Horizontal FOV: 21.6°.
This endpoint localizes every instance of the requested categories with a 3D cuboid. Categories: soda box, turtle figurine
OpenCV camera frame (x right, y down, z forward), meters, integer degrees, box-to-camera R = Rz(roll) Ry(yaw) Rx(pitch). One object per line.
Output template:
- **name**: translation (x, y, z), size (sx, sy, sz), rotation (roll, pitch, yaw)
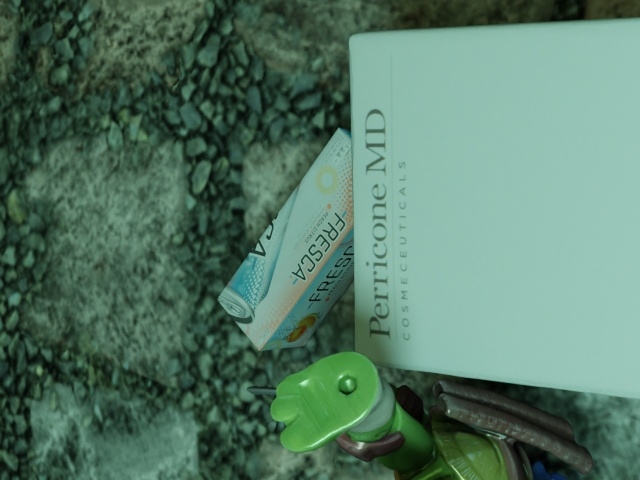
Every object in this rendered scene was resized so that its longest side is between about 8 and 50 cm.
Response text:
- **soda box**: translation (0.000, 0.000, 1.295), size (0.063, 0.058, 0.183), rotation (49, 117, 26)
- **turtle figurine**: translation (0.026, 0.178, 1.092), size (0.275, 0.266, 0.197), rotation (5, 76, 19)

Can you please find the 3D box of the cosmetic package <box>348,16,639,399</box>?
- **cosmetic package**: translation (0.235, -0.024, 1.016), size (0.453, 0.161, 0.230), rotation (2, 96, 44)
